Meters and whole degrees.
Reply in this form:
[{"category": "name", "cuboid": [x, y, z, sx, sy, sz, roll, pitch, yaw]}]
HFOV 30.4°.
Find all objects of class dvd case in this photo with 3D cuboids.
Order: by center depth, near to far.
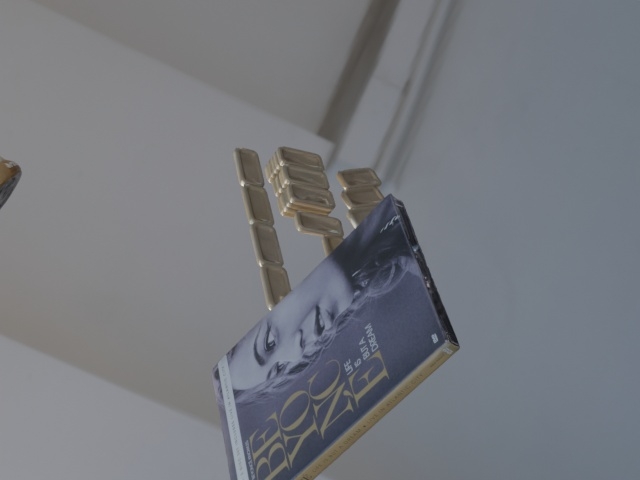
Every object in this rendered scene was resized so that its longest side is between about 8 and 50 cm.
[{"category": "dvd case", "cuboid": [0.000, 0.089, 0.875, 0.221, 0.018, 0.164, -46, 35, 23]}]

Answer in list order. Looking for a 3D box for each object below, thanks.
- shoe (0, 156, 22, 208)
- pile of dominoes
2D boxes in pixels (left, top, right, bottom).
[{"category": "shoe", "cuboid": [-0.288, 0.023, 0.812, 0.219, 0.058, 0.076, -54, 7, 6]}, {"category": "pile of dominoes", "cuboid": [0.000, 0.000, 1.328, 0.040, 0.196, 0.251, -54, 37, 39]}]
